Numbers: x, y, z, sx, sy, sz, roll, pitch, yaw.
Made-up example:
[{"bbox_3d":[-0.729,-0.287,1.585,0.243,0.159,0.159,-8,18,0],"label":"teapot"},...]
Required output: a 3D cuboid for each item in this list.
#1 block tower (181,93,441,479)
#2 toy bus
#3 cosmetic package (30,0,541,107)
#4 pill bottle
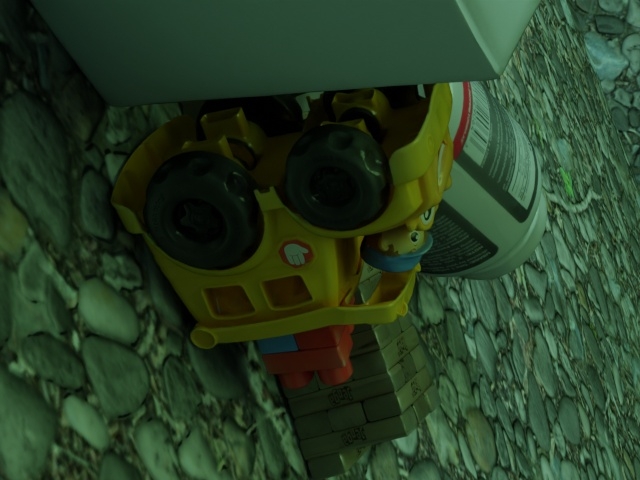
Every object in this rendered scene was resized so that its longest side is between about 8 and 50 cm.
[{"bbox_3d":[-0.007,0.006,1.089,0.091,0.097,0.335,-25,97,-68],"label":"block tower"},{"bbox_3d":[0.000,0.000,0.958,0.149,0.220,0.211,-64,138,-57],"label":"toy bus"},{"bbox_3d":[-0.014,-0.337,0.874,0.327,0.329,0.393,56,50,-35],"label":"cosmetic package"},{"bbox_3d":[0.098,-0.068,1.287,0.318,0.176,0.176,34,42,-57],"label":"pill bottle"}]
